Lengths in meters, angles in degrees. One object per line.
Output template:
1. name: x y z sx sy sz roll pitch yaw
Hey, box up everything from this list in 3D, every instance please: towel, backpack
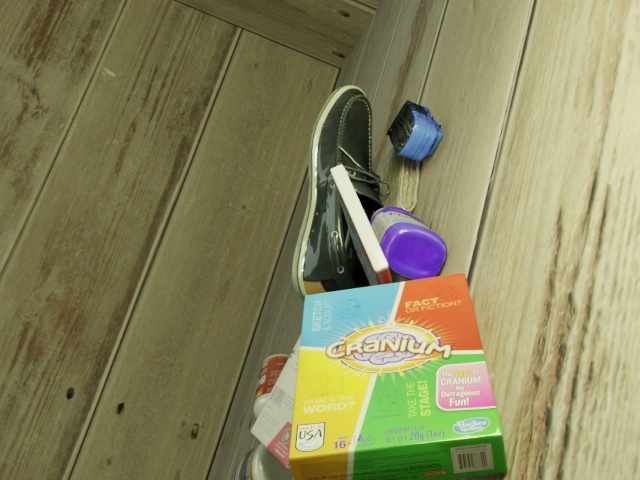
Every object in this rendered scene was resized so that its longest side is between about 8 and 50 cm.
1. towel: 0.171 -0.116 1.669 0.187 0.049 0.282 120 166 -49
2. backpack: 0.205 -0.225 1.533 0.120 0.101 0.098 -92 22 -56

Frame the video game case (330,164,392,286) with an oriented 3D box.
1. video game case: 0.084 0.026 1.245 0.285 0.025 0.204 68 180 -60

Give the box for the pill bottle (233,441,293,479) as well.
1. pill bottle: -0.092 0.498 1.520 0.278 0.162 0.162 123 164 -58

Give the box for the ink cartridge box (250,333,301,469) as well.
1. ink cartridge box: 0.012 0.271 1.325 0.283 0.117 0.207 -63 21 -8

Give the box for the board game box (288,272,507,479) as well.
1. board game box: 0.091 0.170 0.944 0.316 0.242 0.064 -87 -15 -59

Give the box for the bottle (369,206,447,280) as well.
1. bottle: 0.147 -0.005 1.350 0.283 0.118 0.092 -110 42 -77

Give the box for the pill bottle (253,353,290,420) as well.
1. pill bottle: -0.111 0.413 1.919 0.216 0.121 0.121 -82 16 -54

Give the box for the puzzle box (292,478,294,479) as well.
1. puzzle box: 0.001 0.414 1.100 0.272 0.052 0.409 -6 -59 -64

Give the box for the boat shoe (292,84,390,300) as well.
1. boat shoe: 0.063 -0.103 1.566 0.156 0.187 0.500 -4 68 36
